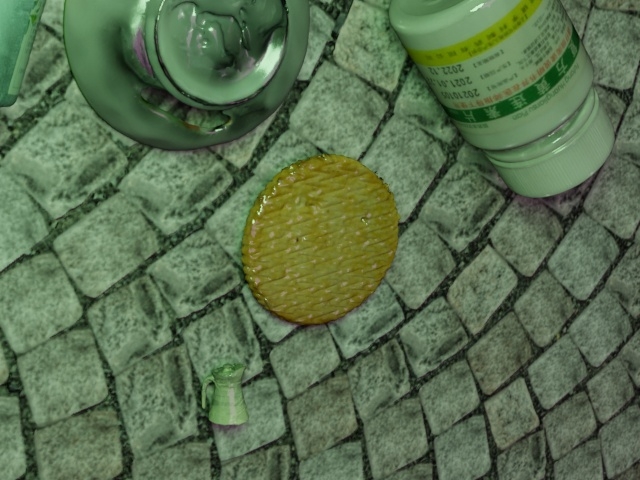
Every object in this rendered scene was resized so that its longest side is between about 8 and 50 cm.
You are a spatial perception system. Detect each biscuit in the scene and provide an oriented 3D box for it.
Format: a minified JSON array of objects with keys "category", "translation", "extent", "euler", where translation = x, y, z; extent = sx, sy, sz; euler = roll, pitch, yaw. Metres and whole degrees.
[{"category":"biscuit","translation":[0.000,0.000,1.635],"extent":[0.254,0.035,0.254],"euler":[-10,110,-30]}]

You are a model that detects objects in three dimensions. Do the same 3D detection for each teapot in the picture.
[{"category":"teapot","translation":[-0.131,0.210,1.617],"extent":[0.067,0.057,0.083],"euler":[2,100,-2]}]

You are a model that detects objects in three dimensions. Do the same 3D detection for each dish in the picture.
[{"category":"dish","translation":[-0.137,-0.256,1.415],"extent":[0.324,0.124,0.324],"euler":[-10,110,-28]}]

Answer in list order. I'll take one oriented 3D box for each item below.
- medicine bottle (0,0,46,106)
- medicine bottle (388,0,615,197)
[{"category":"medicine bottle","translation":[-0.385,-0.304,1.175],"extent":[0.245,0.245,0.290],"euler":[14,99,-34]},{"category":"medicine bottle","translation":[0.261,-0.234,1.614],"extent":[0.208,0.208,0.340],"euler":[-45,123,-11]}]
